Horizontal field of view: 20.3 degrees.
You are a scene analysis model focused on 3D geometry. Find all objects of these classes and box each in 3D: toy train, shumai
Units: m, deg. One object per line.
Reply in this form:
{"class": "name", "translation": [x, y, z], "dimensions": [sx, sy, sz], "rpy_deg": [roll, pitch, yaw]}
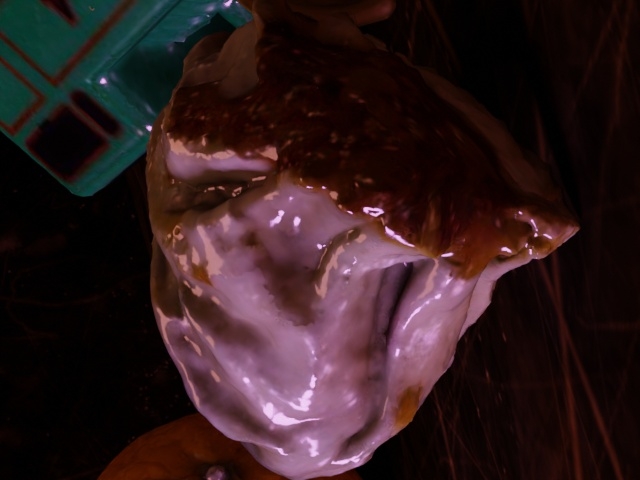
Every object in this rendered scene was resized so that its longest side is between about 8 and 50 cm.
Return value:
{"class": "toy train", "translation": [-0.119, -0.172, 0.864], "dimensions": [0.249, 0.178, 0.429], "rpy_deg": [44, 148, -10]}
{"class": "shumai", "translation": [0.025, -0.017, 0.663], "dimensions": [0.142, 0.184, 0.184], "rpy_deg": [-22, 80, 37]}

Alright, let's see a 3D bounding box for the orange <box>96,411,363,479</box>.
{"class": "orange", "translation": [-0.053, 0.237, 1.171], "dimensions": [0.264, 0.264, 0.264], "rpy_deg": [165, 90, -81]}

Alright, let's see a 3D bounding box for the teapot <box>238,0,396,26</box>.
{"class": "teapot", "translation": [-0.012, -0.145, 0.647], "dimensions": [0.130, 0.119, 0.165], "rpy_deg": [-114, 12, -48]}
